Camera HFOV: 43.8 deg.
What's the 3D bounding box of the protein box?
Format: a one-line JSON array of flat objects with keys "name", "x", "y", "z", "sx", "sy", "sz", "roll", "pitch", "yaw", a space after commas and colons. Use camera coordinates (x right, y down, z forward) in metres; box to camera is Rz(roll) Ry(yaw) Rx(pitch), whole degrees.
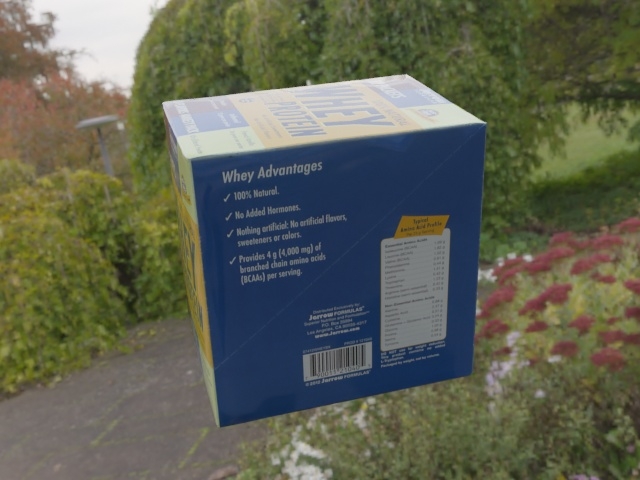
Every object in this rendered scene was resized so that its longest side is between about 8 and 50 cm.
[{"name": "protein box", "x": 0.000, "y": 0.000, "z": 0.589, "sx": 0.200, "sy": 0.201, "sz": 0.136, "roll": -9, "pitch": 26, "yaw": -14}]
